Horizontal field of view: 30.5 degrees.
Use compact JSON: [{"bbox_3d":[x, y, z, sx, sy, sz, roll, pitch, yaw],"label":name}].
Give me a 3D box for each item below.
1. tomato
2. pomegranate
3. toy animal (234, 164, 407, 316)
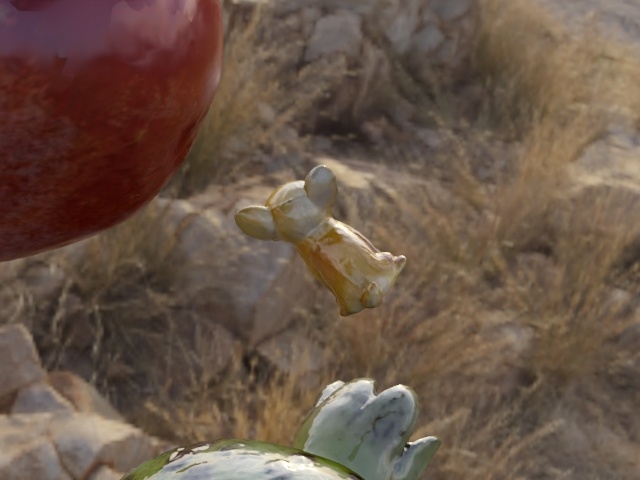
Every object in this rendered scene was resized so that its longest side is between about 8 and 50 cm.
[{"bbox_3d":[-0.128,-0.069,0.414,0.187,0.187,0.151,15,15,9],"label":"tomato"},{"bbox_3d":[-0.011,0.215,0.725,0.306,0.242,0.242,-28,47,-27],"label":"pomegranate"},{"bbox_3d":[0.000,0.000,0.641,0.083,0.060,0.081,46,13,-16],"label":"toy animal"}]
